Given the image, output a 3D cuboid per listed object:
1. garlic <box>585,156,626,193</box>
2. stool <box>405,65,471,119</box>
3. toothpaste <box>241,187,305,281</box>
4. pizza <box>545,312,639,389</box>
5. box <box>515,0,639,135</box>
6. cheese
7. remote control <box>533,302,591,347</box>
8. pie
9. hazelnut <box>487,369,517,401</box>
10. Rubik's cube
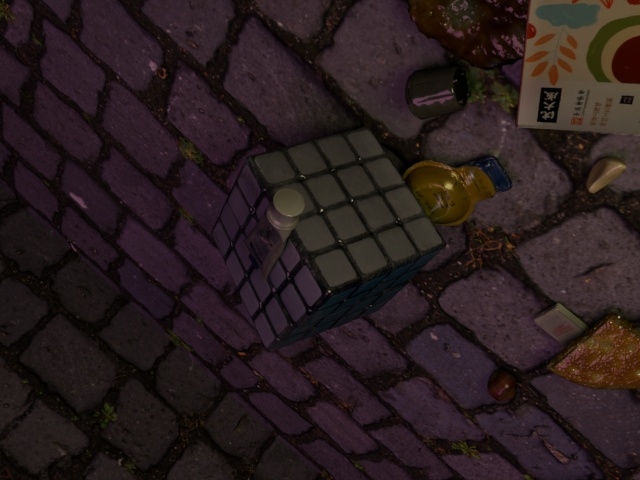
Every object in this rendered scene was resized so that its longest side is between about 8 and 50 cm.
[{"bbox_3d":[0.519,-0.122,1.134,0.041,0.053,0.083,28,131,-11],"label":"garlic"},{"bbox_3d":[0.224,-0.284,1.191,0.110,0.096,0.096,-3,126,36],"label":"stool"},{"bbox_3d":[-0.095,-0.011,1.180,0.096,0.061,0.266,59,150,13],"label":"toothpaste"},{"bbox_3d":[0.645,0.242,1.372,0.292,0.058,0.197,-10,109,24],"label":"pizza"},{"bbox_3d":[0.449,-0.306,0.804,0.345,0.122,0.385,7,149,17],"label":"box"},{"bbox_3d":[0.280,-0.108,1.344,0.270,0.069,0.177,-18,116,47],"label":"cheese"},{"bbox_3d":[0.596,0.225,1.449,0.190,0.029,0.087,39,144,1],"label":"remote control"},{"bbox_3d":[0.285,-0.427,0.980,0.355,0.103,0.288,-15,118,52],"label":"pie"},{"bbox_3d":[0.492,0.393,1.684,0.086,0.086,0.086,24,141,21],"label":"hazelnut"},{"bbox_3d":[0.000,0.000,1.388,0.343,0.345,0.337,60,146,16],"label":"Rubik's cube"}]
